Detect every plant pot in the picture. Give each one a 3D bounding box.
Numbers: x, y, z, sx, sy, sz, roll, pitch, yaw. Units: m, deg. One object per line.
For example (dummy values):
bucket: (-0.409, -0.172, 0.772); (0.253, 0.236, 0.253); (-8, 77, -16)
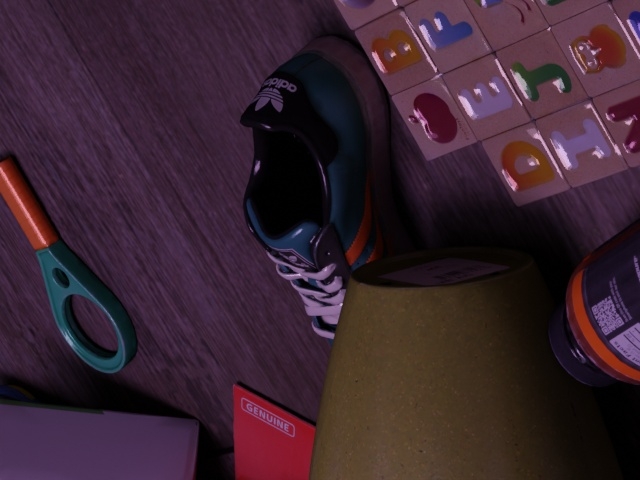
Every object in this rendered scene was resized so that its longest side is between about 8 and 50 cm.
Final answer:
plant pot: (0.106, 0.160, 1.444); (0.275, 0.275, 0.293); (5, 105, 42)

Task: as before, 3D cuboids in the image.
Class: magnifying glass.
magnifying glass: (-0.248, 0.025, 1.840); (0.092, 0.026, 0.231); (-14, 108, 49)

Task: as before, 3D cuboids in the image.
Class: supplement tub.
supplement tub: (0.237, 0.032, 1.309); (0.106, 0.106, 0.198); (51, 142, 1)

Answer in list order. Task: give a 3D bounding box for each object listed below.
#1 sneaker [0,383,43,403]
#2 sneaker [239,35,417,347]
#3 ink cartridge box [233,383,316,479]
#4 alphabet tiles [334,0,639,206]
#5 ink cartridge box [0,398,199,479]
sneaker: (-0.283, 0.204, 1.955); (0.209, 0.082, 0.069); (20, 108, 33)
sneaker: (0.000, 0.000, 1.501); (0.108, 0.121, 0.302); (11, 126, 39)
ink cartridge box: (0.017, 0.300, 1.760); (0.296, 0.066, 0.261); (25, 135, 29)
alphabet tiles: (0.143, -0.171, 1.319); (0.342, 0.011, 0.285); (-20, 104, 50)
ink cartridge box: (-0.228, 0.298, 1.889); (0.201, 0.117, 0.278); (6, 131, -1)
